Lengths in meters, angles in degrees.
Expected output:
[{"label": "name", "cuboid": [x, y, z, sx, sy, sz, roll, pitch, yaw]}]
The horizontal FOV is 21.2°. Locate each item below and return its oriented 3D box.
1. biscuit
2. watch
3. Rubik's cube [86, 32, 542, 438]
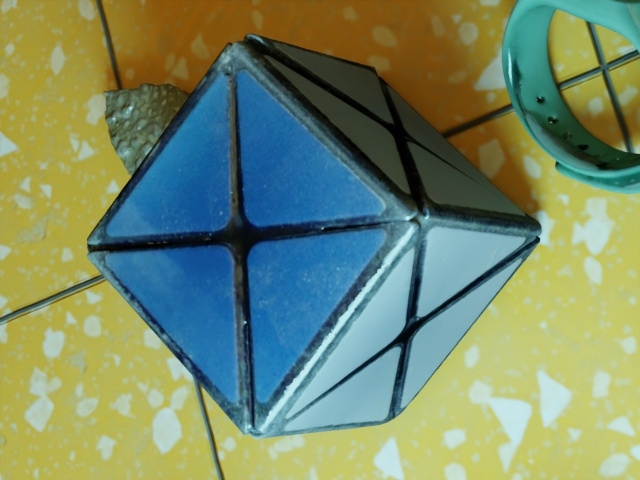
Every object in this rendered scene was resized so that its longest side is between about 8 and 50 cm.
[{"label": "biscuit", "cuboid": [-0.113, -0.094, 1.703, 0.250, 0.032, 0.133, -1, 88, 29]}, {"label": "watch", "cuboid": [0.239, -0.133, 1.417, 0.237, 0.068, 0.195, 30, 135, 50]}, {"label": "Rubik's cube", "cuboid": [0.000, 0.000, 1.507, 0.259, 0.255, 0.260, 48, 112, 22]}]
